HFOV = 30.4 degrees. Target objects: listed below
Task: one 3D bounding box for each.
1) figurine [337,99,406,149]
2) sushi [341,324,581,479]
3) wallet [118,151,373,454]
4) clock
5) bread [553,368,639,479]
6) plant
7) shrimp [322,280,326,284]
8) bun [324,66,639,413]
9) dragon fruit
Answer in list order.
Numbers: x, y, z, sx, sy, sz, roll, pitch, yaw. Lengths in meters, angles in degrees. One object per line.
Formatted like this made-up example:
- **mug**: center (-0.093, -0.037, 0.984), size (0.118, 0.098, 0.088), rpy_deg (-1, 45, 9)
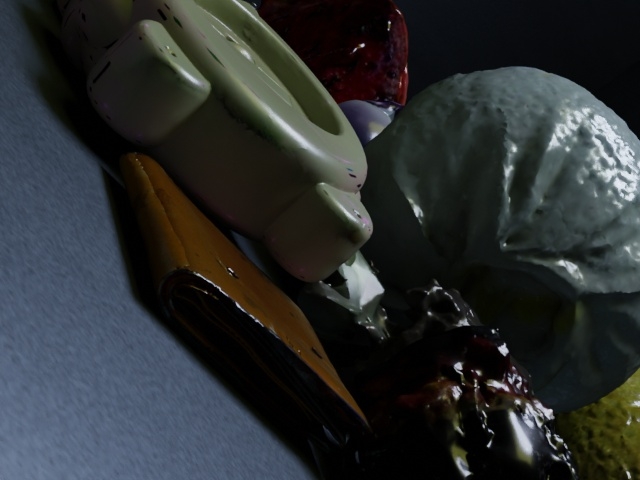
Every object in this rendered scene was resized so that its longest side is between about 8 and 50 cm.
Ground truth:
- **figurine**: center (0.042, -0.110, 1.453), size (0.145, 0.145, 0.222), rpy_deg (53, 39, -2)
- **sushi**: center (0.097, 0.145, 0.812), size (0.172, 0.153, 0.150), rpy_deg (21, 49, -41)
- **wallet**: center (-0.056, 0.043, 0.769), size (0.195, 0.042, 0.161), rpy_deg (46, 5, -35)
- **clock**: center (-0.079, -0.109, 0.940), size (0.284, 0.114, 0.309), rpy_deg (42, 14, -24)
- **bread**: center (0.292, 0.238, 1.250), size (0.208, 0.251, 0.376), rpy_deg (45, 12, -37)
- **plant**: center (0.070, 0.092, 0.964), size (0.203, 0.131, 0.142), rpy_deg (39, 8, 2)
- **shrimp**: center (-0.003, -0.005, 1.281), size (0.254, 0.059, 0.145), rpy_deg (51, 5, -25)
- **bun**: center (0.164, 0.021, 1.112), size (0.362, 0.362, 0.211), rpy_deg (53, 24, -9)
- **dragon fruit**: center (0.010, -0.249, 1.811), size (0.228, 0.286, 0.329), rpy_deg (44, 2, -35)
